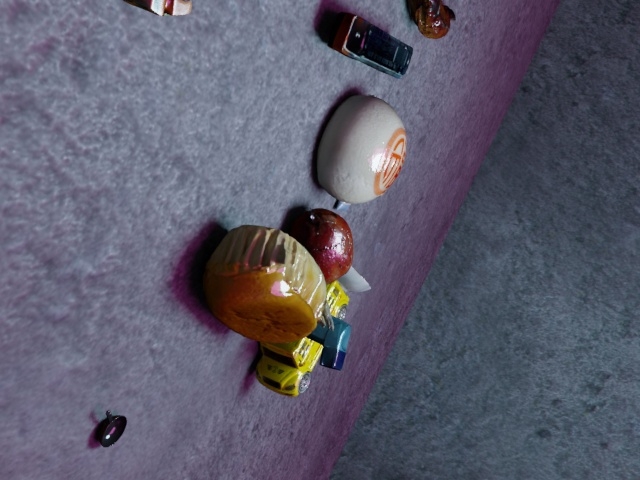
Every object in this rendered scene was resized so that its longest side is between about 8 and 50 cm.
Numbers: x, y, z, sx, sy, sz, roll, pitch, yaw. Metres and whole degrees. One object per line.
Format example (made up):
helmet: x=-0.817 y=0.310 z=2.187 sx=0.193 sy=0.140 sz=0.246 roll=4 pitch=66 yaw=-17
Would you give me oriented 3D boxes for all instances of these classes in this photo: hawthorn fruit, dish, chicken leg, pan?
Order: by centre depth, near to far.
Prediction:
pan: x=-0.407 y=0.353 z=1.370 sx=0.068 sy=0.023 sz=0.115 roll=-48 pitch=156 yaw=-37
hawthorn fruit: x=0.000 y=0.000 z=1.761 sx=0.181 sy=0.181 sz=0.235 roll=-52 pitch=155 yaw=-31
chicken leg: x=0.302 y=-0.627 z=1.925 sx=0.407 sy=0.096 sz=0.158 roll=-4 pitch=97 yaw=-69
dish: x=0.055 y=0.094 z=2.019 sx=0.066 sy=0.191 sz=0.190 roll=-48 pitch=158 yaw=-4

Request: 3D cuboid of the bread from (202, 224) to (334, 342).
bread: x=-0.118 y=0.115 z=1.554 sx=0.388 sy=0.236 sz=0.183 roll=58 pitch=42 yaw=-56

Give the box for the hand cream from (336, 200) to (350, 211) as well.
hand cream: x=0.091 y=-0.160 z=1.989 sx=0.065 sy=0.043 sz=0.170 roll=2 pitch=116 yaw=-62

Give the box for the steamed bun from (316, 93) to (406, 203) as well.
steamed bun: x=0.121 y=-0.220 z=1.800 sx=0.283 sy=0.177 sz=0.283 roll=-51 pitch=155 yaw=-35

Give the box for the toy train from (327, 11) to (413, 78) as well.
toy train: x=0.112 y=-0.451 z=1.649 sx=0.409 sy=0.089 sz=0.086 roll=-9 pitch=124 yaw=-65

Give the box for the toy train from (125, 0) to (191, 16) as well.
toy train: x=-0.214 y=-0.394 z=0.950 sx=0.099 sy=0.072 sz=0.188 roll=-29 pitch=139 yaw=-49

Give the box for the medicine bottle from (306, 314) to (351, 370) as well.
medicine bottle: x=-0.035 y=0.222 z=1.799 sx=0.124 sy=0.258 sz=0.079 roll=-61 pitch=159 yaw=-5

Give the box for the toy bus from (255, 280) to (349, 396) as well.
toy bus: x=-0.058 y=0.251 z=1.939 sx=0.330 sy=0.144 sz=0.152 roll=-59 pitch=150 yaw=-23
